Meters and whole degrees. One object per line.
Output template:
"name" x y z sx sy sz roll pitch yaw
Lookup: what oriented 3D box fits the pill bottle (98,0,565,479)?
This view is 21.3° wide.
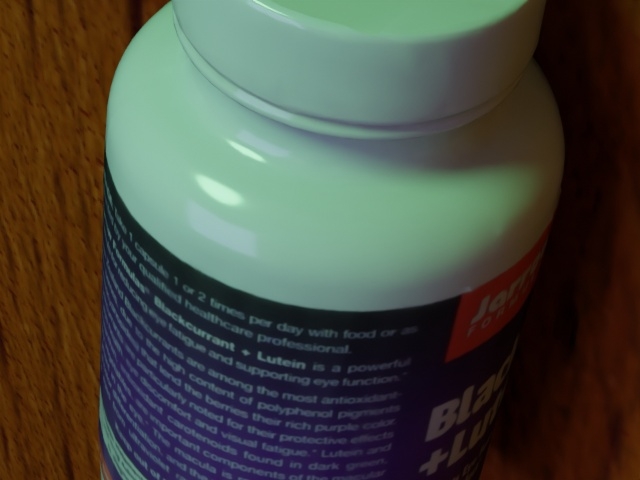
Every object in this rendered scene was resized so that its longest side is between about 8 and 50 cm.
"pill bottle" 0.000 0.000 0.420 0.108 0.108 0.193 43 145 29
